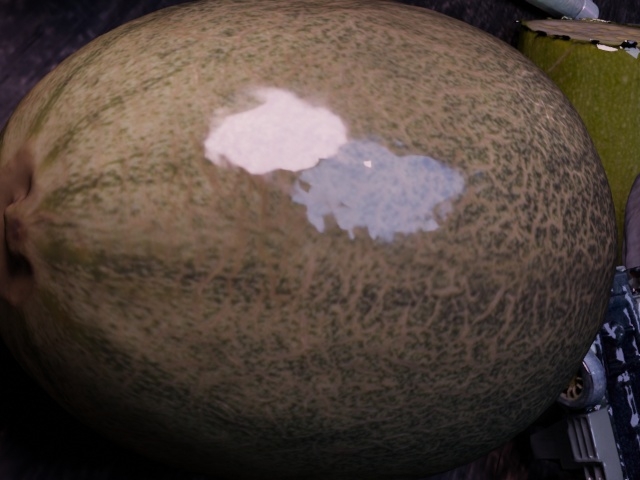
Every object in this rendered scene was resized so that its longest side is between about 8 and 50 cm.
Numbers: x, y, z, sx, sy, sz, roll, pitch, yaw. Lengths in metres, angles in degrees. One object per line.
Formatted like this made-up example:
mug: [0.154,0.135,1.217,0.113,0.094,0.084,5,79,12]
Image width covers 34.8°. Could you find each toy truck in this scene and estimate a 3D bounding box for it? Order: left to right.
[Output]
toy truck: [0.184,0.118,0.738,0.108,0.140,0.256,-8,84,-34]

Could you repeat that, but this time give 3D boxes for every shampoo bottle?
shampoo bottle: [0.222,-0.267,1.056,0.191,0.041,0.069,21,50,-41]

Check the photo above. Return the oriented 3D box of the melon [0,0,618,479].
melon: [0.000,0.000,0.501,0.329,0.249,0.248,-2,71,-41]

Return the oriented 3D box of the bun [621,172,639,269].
bun: [0.372,0.087,0.859,0.354,0.194,0.354,20,68,-60]

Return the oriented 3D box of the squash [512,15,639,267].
squash: [0.272,-0.084,1.028,0.189,0.189,0.260,-25,125,-51]
